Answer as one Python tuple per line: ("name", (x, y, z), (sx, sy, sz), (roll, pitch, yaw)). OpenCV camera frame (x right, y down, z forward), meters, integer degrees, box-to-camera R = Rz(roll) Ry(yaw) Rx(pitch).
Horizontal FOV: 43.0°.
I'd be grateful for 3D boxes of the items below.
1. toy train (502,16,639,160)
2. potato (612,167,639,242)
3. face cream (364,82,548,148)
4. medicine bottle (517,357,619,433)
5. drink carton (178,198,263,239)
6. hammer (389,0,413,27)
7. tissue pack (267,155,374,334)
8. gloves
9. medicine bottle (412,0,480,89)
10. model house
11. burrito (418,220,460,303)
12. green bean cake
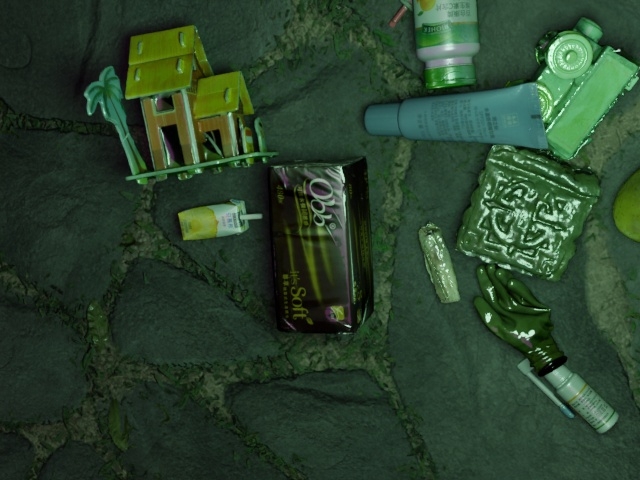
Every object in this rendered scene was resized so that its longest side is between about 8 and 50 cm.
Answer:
("toy train", (0.484, -0.297, 1.606), (0.188, 0.159, 0.272), (33, 105, -4))
("potato", (0.699, -0.086, 1.596), (0.248, 0.143, 0.169), (-29, 54, 21))
("face cream", (0.263, -0.245, 1.630), (0.385, 0.086, 0.136), (5, 126, 37))
("medicine bottle", (0.530, 0.325, 1.749), (0.221, 0.061, 0.092), (45, 127, 8))
("drink carton", (-0.218, -0.050, 1.853), (0.200, 0.074, 0.084), (-7, 99, 13))
("hammer", (0.173, -0.484, 1.712), (0.052, 0.031, 0.083), (44, 117, 6))
("tissue pack", (0.000, 0.000, 1.746), (0.198, 0.210, 0.370), (0, 101, 19))
("gloves", (0.417, 0.163, 1.719), (0.135, 0.107, 0.268), (-31, 83, -1))
("medicine bottle", (0.254, -0.446, 1.643), (0.133, 0.133, 0.274), (-4, 100, 14))
("model house", (-0.293, -0.296, 1.697), (0.300, 0.340, 0.324), (-10, 93, 13))
("burrito", (0.258, 0.049, 1.772), (0.058, 0.045, 0.188), (-18, 93, -10))
("green bean cake", (0.425, -0.061, 1.673), (0.241, 0.132, 0.255), (24, 104, 12))
